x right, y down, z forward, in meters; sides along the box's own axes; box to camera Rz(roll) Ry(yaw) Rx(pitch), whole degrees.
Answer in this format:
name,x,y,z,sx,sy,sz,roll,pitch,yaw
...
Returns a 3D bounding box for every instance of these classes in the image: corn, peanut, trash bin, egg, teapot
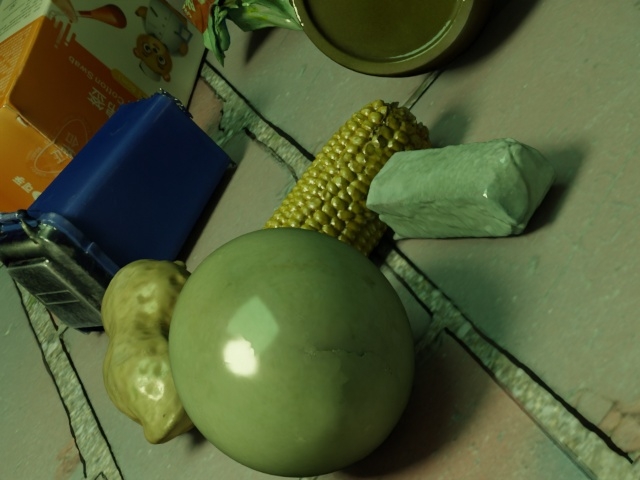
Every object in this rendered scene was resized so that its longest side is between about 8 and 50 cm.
name,x,y,z,sx,sy,sz,roll,pitch,yaw
corn,0.000,0.000,1.715,0.293,0.106,0.106,-52,24,-9
peanut,-0.153,0.098,1.832,0.263,0.101,0.117,-97,31,-58
trash bin,-0.220,-0.037,2.060,0.162,0.184,0.234,-6,44,56
egg,-0.022,0.086,1.515,0.186,0.186,0.253,-49,26,5
teapot,0.089,-0.250,1.838,0.267,0.186,0.175,-8,7,16

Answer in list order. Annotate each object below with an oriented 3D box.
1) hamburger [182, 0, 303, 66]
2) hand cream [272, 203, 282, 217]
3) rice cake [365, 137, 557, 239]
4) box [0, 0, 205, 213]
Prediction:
name,x,y,z,sx,sy,sz,roll,pitch,yaw
hamburger,-0.037,-0.342,2.228,0.276,0.150,0.260,-62,-4,37
hand cream,-0.040,0.001,1.882,0.030,0.019,0.093,-27,40,39
rice cake,0.113,-0.041,1.611,0.069,0.063,0.206,-56,25,-17
box,-0.284,-0.166,2.284,0.143,0.225,0.341,-30,31,36
